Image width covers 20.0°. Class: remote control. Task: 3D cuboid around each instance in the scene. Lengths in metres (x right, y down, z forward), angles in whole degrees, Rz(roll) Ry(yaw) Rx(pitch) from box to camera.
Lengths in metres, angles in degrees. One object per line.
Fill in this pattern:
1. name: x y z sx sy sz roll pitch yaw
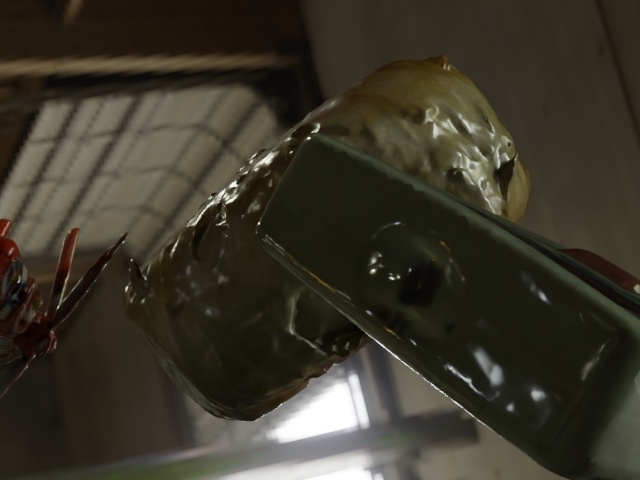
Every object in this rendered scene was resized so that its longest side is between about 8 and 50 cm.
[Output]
1. remote control: 0.114 0.039 0.501 0.285 0.123 0.038 19 -78 -44

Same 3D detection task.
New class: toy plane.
1. toy plane: -0.168 0.036 0.865 0.077 0.126 0.194 32 -11 -12

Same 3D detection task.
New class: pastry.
1. pastry: 0.000 0.000 0.768 0.182 0.093 0.192 -38 1 2
